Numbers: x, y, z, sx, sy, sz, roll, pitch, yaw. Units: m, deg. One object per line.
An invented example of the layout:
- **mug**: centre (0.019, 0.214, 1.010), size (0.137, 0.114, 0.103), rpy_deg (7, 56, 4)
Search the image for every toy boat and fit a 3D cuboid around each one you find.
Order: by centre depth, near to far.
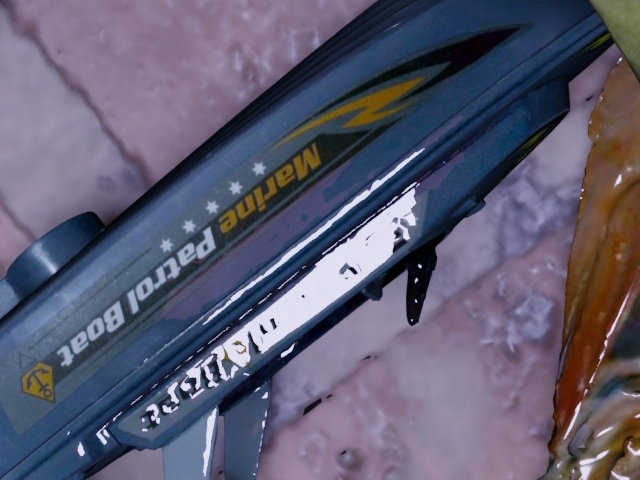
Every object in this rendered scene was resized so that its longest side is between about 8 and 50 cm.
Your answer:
- **toy boat**: centre (0.000, 0.000, 0.405), size (0.246, 0.093, 0.103), rpy_deg (-38, 84, 9)

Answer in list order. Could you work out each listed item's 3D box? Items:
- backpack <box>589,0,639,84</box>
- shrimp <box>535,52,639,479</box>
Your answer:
- **backpack**: centre (0.177, -0.129, 0.312), size (0.207, 0.140, 0.253), rpy_deg (12, 68, 39)
- **shrimp**: centre (0.132, 0.005, 0.409), size (0.145, 0.061, 0.267), rpy_deg (39, 103, 9)
